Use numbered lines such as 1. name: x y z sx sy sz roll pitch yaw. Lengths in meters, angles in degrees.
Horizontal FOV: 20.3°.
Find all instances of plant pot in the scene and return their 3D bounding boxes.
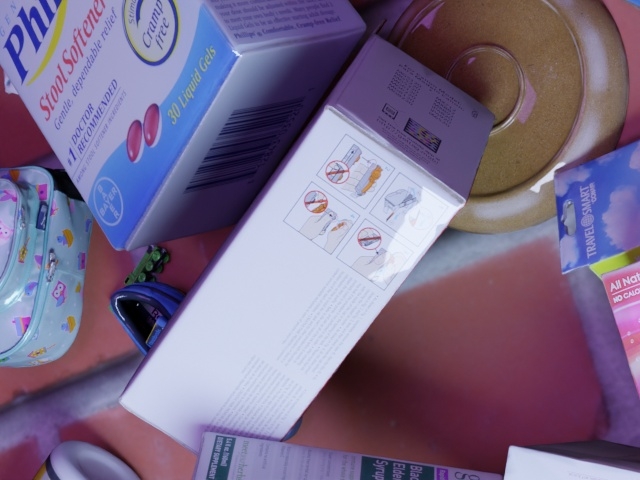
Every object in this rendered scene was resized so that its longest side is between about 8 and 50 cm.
1. plant pot: 0.140 -0.124 1.492 0.236 0.032 0.236 -3 83 29

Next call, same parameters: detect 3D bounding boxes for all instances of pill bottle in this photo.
1. pill bottle: -0.244 0.281 1.636 0.103 0.103 0.184 42 106 26

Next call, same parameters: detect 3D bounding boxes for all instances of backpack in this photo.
1. backpack: -0.306 0.026 1.676 0.165 0.144 0.188 0 88 25

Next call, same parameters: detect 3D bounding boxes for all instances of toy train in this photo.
1. toy train: -0.170 0.038 1.666 0.024 0.017 0.083 45 108 37

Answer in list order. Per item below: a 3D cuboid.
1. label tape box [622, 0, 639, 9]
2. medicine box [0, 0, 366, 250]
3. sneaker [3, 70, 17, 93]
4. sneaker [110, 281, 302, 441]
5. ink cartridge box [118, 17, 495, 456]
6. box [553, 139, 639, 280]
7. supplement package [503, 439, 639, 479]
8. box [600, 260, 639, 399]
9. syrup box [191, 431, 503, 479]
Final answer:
1. label tape box: 0.371 -0.232 1.301 0.241 0.106 0.334 -63 21 11
2. medicine box: -0.141 -0.188 1.542 0.289 0.149 0.263 55 135 21
3. sneaker: -0.285 -0.188 1.726 0.212 0.080 0.094 53 122 22
4. sneaker: -0.107 0.110 1.586 0.209 0.082 0.069 39 103 26
5. ink cartridge box: 0.000 0.000 1.454 0.130 0.272 0.309 35 115 -3
6. box: 0.269 -0.035 1.376 0.178 0.042 0.109 -24 44 27
7. supplement package: 0.225 0.260 1.311 0.149 0.194 0.203 9 91 30
8. box: 0.375 0.045 1.274 0.300 0.142 0.154 -23 74 27
9. syrup box: 0.018 0.221 1.351 0.236 0.093 0.096 8 116 1
